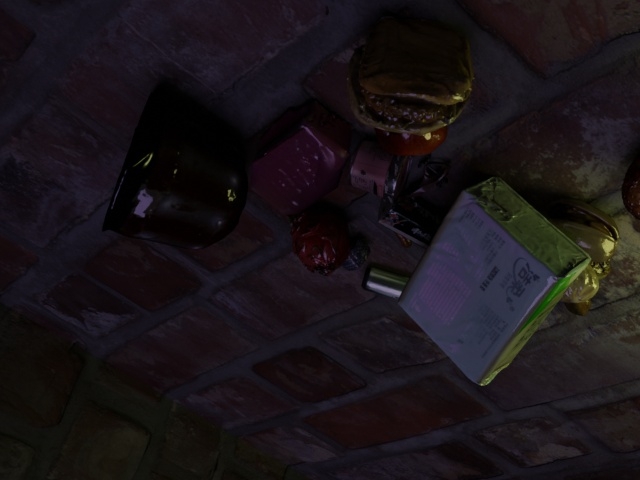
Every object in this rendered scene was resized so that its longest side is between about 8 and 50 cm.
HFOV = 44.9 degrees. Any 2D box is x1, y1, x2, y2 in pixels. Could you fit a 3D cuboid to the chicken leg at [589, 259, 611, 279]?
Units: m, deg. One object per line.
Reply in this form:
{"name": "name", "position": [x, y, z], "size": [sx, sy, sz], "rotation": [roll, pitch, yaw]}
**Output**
{"name": "chicken leg", "position": [0.662, 0.051, 2.073], "size": [0.227, 0.088, 0.103], "rotation": [13, 153, 14]}

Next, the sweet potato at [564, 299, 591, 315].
{"name": "sweet potato", "position": [0.694, 0.135, 2.179], "size": [0.081, 0.062, 0.233], "rotation": [-21, 126, 40]}

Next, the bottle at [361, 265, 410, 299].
{"name": "bottle", "position": [0.252, 0.145, 2.341], "size": [0.253, 0.080, 0.096], "rotation": [16, 180, 1]}

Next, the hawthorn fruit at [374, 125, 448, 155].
{"name": "hawthorn fruit", "position": [0.203, -0.274, 1.770], "size": [0.173, 0.179, 0.174], "rotation": [8, 106, 31]}

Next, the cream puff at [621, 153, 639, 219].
{"name": "cream puff", "position": [0.801, -0.128, 1.729], "size": [0.240, 0.164, 0.240], "rotation": [11, 128, 15]}

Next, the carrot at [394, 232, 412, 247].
{"name": "carrot", "position": [0.228, -0.015, 2.184], "size": [0.032, 0.032, 0.093], "rotation": [-17, 126, 36]}

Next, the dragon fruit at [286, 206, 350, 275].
{"name": "dragon fruit", "position": [0.000, 0.000, 2.162], "size": [0.172, 0.210, 0.172], "rotation": [-24, 162, -8]}

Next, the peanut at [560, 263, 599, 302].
{"name": "peanut", "position": [0.578, 0.055, 2.005], "size": [0.298, 0.136, 0.120], "rotation": [44, 174, 21]}

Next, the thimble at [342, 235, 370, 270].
{"name": "thimble", "position": [0.092, 0.035, 2.250], "size": [0.066, 0.095, 0.104], "rotation": [45, 171, -19]}

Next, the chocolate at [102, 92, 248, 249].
{"name": "chocolate", "position": [-0.349, -0.140, 1.985], "size": [0.331, 0.384, 0.384], "rotation": [21, 143, -15]}

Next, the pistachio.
{"name": "pistachio", "position": [0.652, -0.025, 1.938], "size": [0.206, 0.130, 0.131], "rotation": [27, 152, -4]}

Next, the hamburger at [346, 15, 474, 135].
{"name": "hamburger", "position": [0.183, -0.334, 1.593], "size": [0.259, 0.283, 0.145], "rotation": [17, 135, 6]}

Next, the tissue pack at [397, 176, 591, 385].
{"name": "tissue pack", "position": [0.422, 0.100, 1.943], "size": [0.332, 0.205, 0.405], "rotation": [45, 131, 24]}

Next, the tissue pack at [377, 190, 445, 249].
{"name": "tissue pack", "position": [0.244, -0.059, 2.062], "size": [0.170, 0.103, 0.090], "rotation": [28, 136, -16]}

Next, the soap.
{"name": "soap", "position": [-0.058, -0.202, 1.979], "size": [0.220, 0.127, 0.324], "rotation": [38, 138, -23]}

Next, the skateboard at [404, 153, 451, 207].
{"name": "skateboard", "position": [0.267, -0.158, 1.975], "size": [0.080, 0.067, 0.151], "rotation": [39, 133, -12]}

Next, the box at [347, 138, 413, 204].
{"name": "box", "position": [0.145, -0.177, 1.922], "size": [0.135, 0.151, 0.151], "rotation": [16, 143, 14]}
